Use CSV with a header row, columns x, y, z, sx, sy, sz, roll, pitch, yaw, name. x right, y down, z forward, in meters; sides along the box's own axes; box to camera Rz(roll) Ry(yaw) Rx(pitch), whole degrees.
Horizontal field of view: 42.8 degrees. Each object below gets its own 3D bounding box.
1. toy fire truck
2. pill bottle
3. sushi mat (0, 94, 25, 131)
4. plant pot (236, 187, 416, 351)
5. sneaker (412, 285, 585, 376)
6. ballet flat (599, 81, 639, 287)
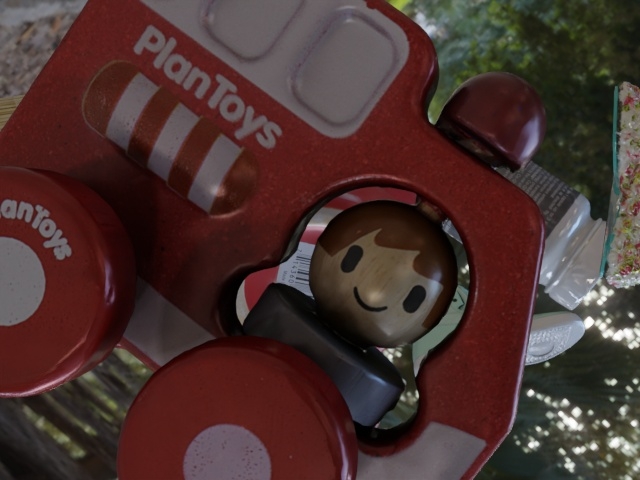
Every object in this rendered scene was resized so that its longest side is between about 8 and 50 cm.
x,y,z,sx,sy,sz,roll,pitch,yaw,name
-0.025,-0.008,0.405,0.254,0.302,0.169,-55,172,8,toy fire truck
0.370,-0.044,1.535,0.204,0.361,0.204,-50,167,-16,pill bottle
-0.320,-0.154,1.095,0.316,0.151,0.019,-17,150,-31,sushi mat
0.000,0.000,0.669,0.191,0.191,0.174,-45,-161,19,plant pot
0.256,0.113,1.229,0.255,0.094,0.151,-16,-133,15,sneaker
0.370,-0.061,0.944,0.077,0.241,0.091,5,-163,22,ballet flat
